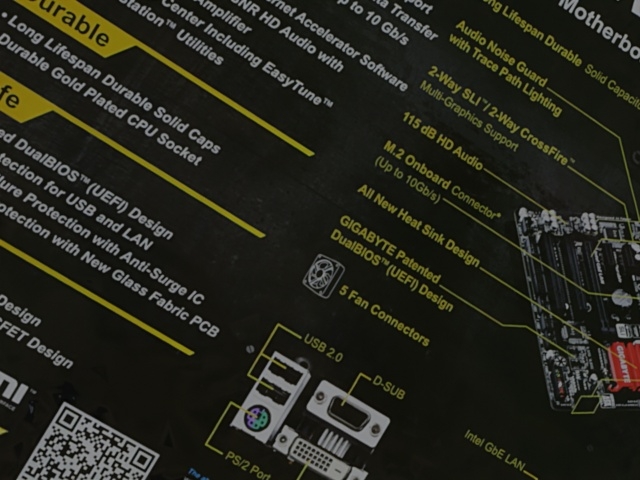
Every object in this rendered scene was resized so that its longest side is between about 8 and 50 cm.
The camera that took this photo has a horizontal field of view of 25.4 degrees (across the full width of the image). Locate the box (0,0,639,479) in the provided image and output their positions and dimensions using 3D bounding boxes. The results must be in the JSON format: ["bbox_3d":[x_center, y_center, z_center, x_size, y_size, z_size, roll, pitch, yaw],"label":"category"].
[{"bbox_3d":[0.037,0.009,0.389,0.322,0.257,0.079,31,175,-15],"label":"box"}]
